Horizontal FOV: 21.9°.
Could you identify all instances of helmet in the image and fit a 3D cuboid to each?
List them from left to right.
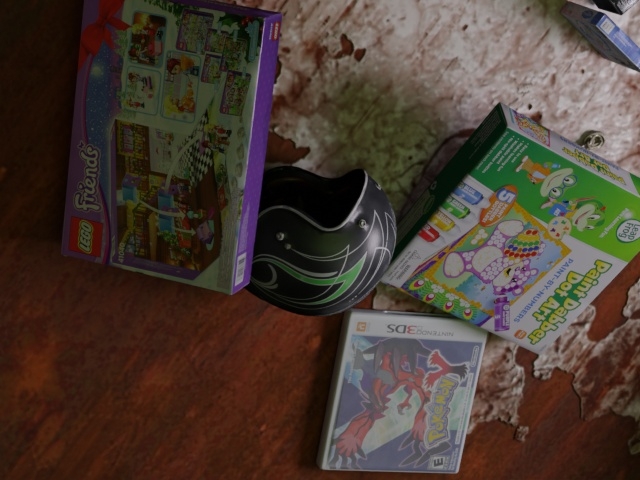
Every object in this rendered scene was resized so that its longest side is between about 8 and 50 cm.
[{"bbox_3d":[0.000,0.000,1.804,0.162,0.169,0.169,9,105,-4],"label":"helmet"}]

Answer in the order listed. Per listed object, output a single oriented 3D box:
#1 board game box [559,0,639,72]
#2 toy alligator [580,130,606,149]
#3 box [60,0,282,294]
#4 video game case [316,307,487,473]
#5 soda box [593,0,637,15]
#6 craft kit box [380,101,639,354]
[{"bbox_3d":[0.325,-0.231,1.879,0.090,0.090,0.020,39,90,-26],"label":"board game box"},{"bbox_3d":[0.265,-0.070,1.932,0.190,0.051,0.056,-32,115,-7],"label":"toy alligator"},{"bbox_3d":[-0.157,-0.107,1.712,0.201,0.057,0.293,13,107,16],"label":"box"},{"bbox_3d":[0.099,0.182,1.976,0.183,0.023,0.201,5,106,-20],"label":"video game case"},{"bbox_3d":[0.300,-0.334,1.852,0.053,0.060,0.169,-42,115,-3],"label":"soda box"},{"bbox_3d":[0.229,-0.006,1.894,0.247,0.061,0.250,23,122,-26],"label":"craft kit box"}]
